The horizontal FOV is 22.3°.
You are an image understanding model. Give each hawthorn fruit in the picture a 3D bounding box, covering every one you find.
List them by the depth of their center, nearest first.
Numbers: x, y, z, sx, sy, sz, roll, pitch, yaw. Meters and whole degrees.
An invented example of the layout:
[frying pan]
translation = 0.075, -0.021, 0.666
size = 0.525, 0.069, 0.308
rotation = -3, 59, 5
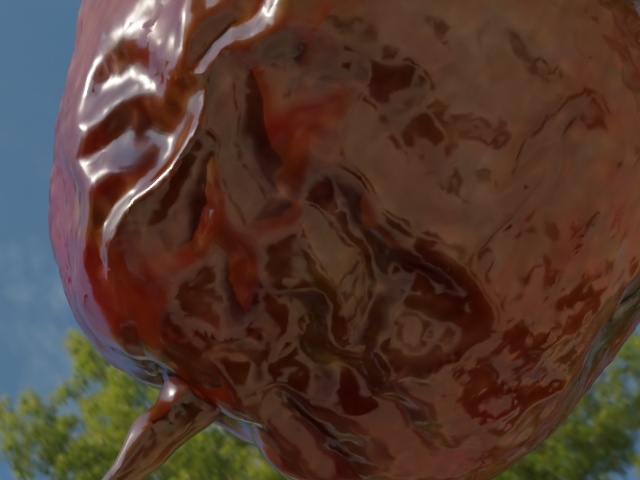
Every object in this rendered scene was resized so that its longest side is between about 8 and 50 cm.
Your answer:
[hawthorn fruit]
translation = 0.000, 0.000, 0.482
size = 0.207, 0.207, 0.243
rotation = 46, -109, -31
